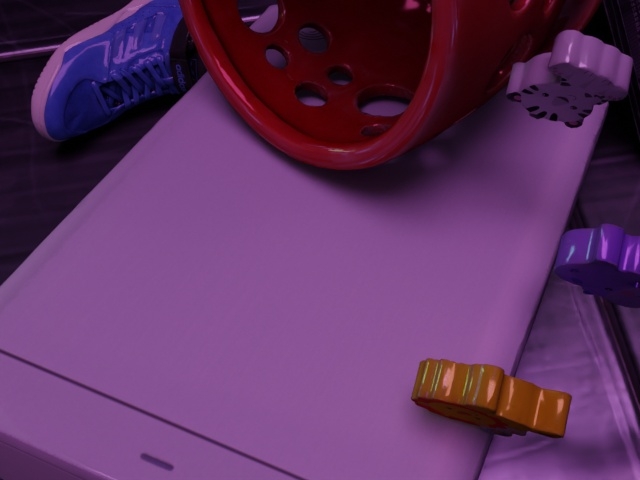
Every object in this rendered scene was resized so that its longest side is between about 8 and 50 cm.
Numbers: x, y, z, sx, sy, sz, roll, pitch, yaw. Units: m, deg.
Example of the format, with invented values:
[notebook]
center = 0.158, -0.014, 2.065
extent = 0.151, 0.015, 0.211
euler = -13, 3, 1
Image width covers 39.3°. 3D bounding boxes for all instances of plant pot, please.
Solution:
[plant pot]
center = 0.043, -0.154, 0.461
extent = 0.191, 0.191, 0.174
euler = 39, 51, 24

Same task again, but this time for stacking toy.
[stacking toy]
center = 0.160, 0.027, 0.391
extent = 0.221, 0.052, 0.166
euler = 22, 71, -13

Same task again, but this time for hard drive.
[hard drive]
center = 0.000, 0.000, 0.470
extent = 0.233, 0.047, 0.353
euler = 19, 46, 14

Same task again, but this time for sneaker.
[sneaker]
center = -0.113, -0.112, 0.592
extent = 0.085, 0.058, 0.152
euler = 26, 57, 28

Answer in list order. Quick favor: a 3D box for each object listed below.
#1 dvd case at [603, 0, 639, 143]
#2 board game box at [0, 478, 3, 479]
[dvd case]
center = 0.230, -0.179, 0.532
extent = 0.165, 0.221, 0.018
euler = -33, 27, -15
[board game box]
center = -0.170, 0.105, 0.443
extent = 0.090, 0.090, 0.020
euler = 32, 80, 22
